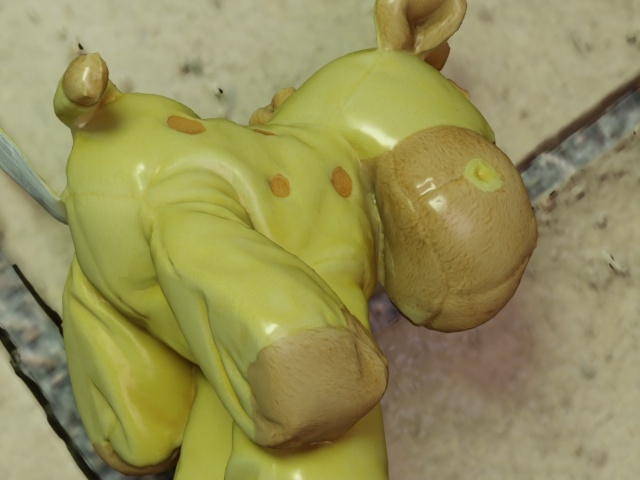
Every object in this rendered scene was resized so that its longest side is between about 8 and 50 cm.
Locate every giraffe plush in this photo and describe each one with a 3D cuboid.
[{"bbox_3d":[0.000,0.000,0.698,0.170,0.181,0.210,-24,72,-28],"label":"giraffe plush"}]
